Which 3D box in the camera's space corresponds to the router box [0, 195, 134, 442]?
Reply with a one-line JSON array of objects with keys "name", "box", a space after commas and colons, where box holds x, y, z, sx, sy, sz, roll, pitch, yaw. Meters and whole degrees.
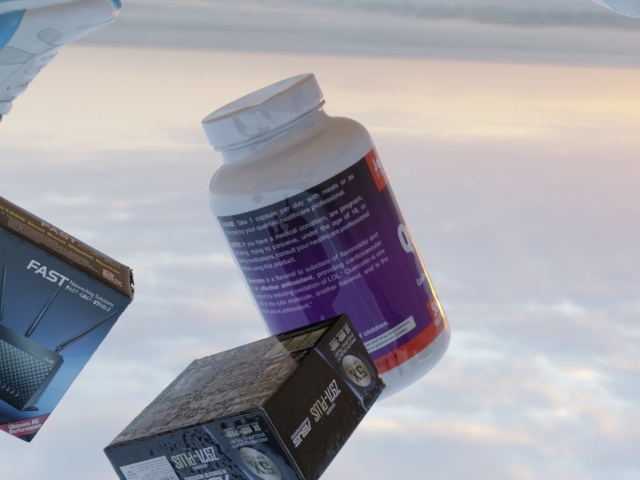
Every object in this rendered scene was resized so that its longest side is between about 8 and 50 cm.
[{"name": "router box", "box": [-0.161, 0.027, 0.525, 0.122, 0.092, 0.038, 31, -166, -22]}]

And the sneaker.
[{"name": "sneaker", "box": [-0.256, -0.139, 0.882, 0.229, 0.092, 0.087, -20, -162, 6]}]

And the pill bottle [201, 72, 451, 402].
[{"name": "pill bottle", "box": [0.000, 0.000, 1.169, 0.181, 0.323, 0.181, -22, -165, 6]}]

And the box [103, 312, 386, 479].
[{"name": "box", "box": [-0.061, 0.146, 0.930, 0.180, 0.077, 0.147, -20, -165, 34]}]

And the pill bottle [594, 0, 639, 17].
[{"name": "pill bottle", "box": [0.267, -0.269, 0.990, 0.121, 0.121, 0.221, 3, -156, 3]}]
